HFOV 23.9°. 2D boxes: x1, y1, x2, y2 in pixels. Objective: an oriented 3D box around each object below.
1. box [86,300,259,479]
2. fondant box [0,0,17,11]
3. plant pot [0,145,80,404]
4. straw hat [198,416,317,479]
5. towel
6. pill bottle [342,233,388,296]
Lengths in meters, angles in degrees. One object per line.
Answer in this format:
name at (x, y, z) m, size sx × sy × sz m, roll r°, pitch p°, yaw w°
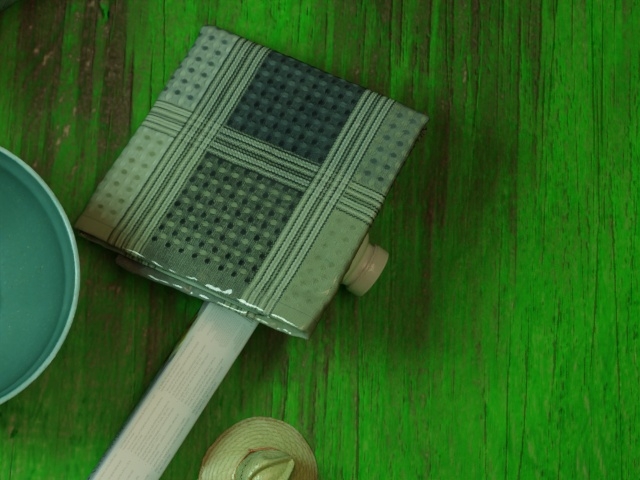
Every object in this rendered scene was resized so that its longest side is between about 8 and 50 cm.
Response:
box at (-0.163, 0.176, 1.691) m, size 0.067 × 0.063 × 0.324 m, roll 34°, pitch 70°, yaw -8°
fondant box at (-0.358, -0.416, 1.732) m, size 0.330 × 0.096 × 0.238 m, roll -37°, pitch 92°, yaw -21°
plant pot at (-0.410, 0.048, 1.562) m, size 0.293 × 0.196 × 0.293 m, roll 4°, pitch 78°, yaw -18°
straw hat at (-0.062, 0.267, 1.708) m, size 0.144 × 0.061 × 0.145 m, roll 4°, pitch 77°, yaw -17°
towel at (-0.077, -0.069, 1.715) m, size 0.312 × 0.056 × 0.324 m, roll 24°, pitch 66°, yaw 15°
pill bottle at (0.000, 0.000, 1.771) m, size 0.152 × 0.086 × 0.086 m, roll 34°, pitch 70°, yaw -9°
